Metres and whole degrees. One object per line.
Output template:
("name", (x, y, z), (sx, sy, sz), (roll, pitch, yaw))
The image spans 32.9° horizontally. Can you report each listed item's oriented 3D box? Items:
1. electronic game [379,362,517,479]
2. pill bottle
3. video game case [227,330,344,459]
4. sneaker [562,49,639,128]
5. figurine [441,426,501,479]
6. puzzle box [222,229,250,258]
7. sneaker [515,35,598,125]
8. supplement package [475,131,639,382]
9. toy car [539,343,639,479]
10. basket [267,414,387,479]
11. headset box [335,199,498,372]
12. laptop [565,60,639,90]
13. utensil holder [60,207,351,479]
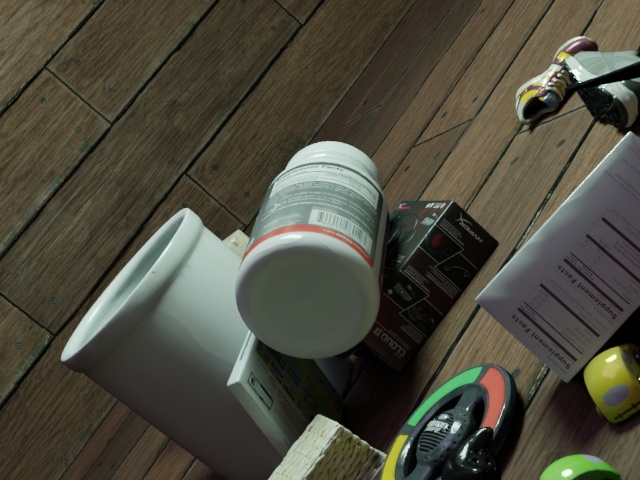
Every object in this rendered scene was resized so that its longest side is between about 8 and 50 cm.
("electronic game", (0.153, 0.245, 1.331), (0.229, 0.048, 0.229), (-46, 13, 14))
("pill bottle", (0.000, 0.000, 1.672), (0.210, 0.210, 0.363), (-43, 16, 26))
("video game case", (-0.046, 0.232, 1.629), (0.026, 0.227, 0.206), (-25, 23, 24))
("sneaker", (0.453, -0.245, 1.658), (0.108, 0.100, 0.271), (-34, 19, 5))
("figurine", (0.114, 0.313, 1.044), (0.215, 0.092, 0.209), (-73, 7, -58))
("puzzle box", (-0.173, 0.152, 2.153), (0.409, 0.272, 0.052), (-35, 19, 49))
("sneaker", (0.417, -0.275, 1.900), (0.185, 0.069, 0.084), (-47, 21, 36))
("supplement package", (0.303, 0.021, 1.198), (0.244, 0.134, 0.139), (-48, -10, 4))
("toy car", (0.279, 0.196, 1.051), (0.225, 0.053, 0.239), (-50, 13, -5))
("basket", (0.002, 0.329, 1.466), (0.167, 0.103, 0.113), (-51, 14, -13))
("headset box", (0.122, 0.079, 1.755), (0.293, 0.110, 0.218), (-52, 15, -9))
("laptop", (0.542, -0.347, 1.274), (0.382, 0.236, 0.408), (-13, 56, 68))
("utensil holder", (-0.186, 0.191, 1.844), (0.327, 0.385, 0.328), (-45, 15, 15))
